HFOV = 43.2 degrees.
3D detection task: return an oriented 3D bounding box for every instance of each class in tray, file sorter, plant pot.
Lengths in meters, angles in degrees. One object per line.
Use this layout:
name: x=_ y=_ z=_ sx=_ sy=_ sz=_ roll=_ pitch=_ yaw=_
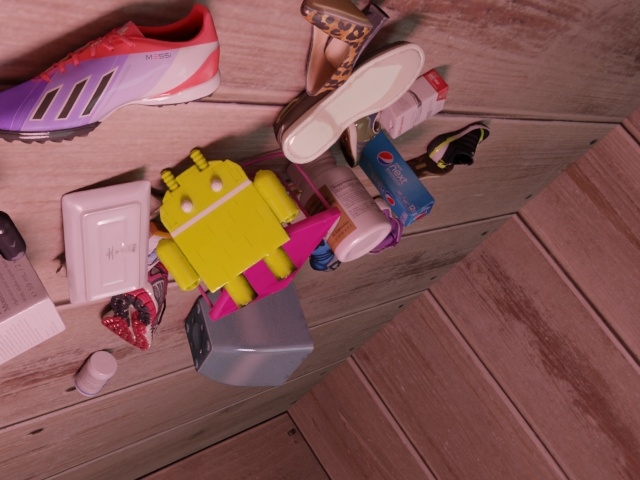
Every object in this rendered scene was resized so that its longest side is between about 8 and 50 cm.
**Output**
tray: x=-0.359 y=0.015 z=1.380 sx=0.145 sy=0.030 sz=0.270 roll=-15 pitch=141 yaw=-25
file sorter: x=-0.138 y=-0.013 z=1.615 sx=0.202 sy=0.182 sz=0.290 roll=-23 pitch=161 yaw=-38
plant pot: x=-0.205 y=0.235 z=2.093 sx=0.252 sy=0.247 sz=0.247 roll=-3 pitch=149 yaw=-29

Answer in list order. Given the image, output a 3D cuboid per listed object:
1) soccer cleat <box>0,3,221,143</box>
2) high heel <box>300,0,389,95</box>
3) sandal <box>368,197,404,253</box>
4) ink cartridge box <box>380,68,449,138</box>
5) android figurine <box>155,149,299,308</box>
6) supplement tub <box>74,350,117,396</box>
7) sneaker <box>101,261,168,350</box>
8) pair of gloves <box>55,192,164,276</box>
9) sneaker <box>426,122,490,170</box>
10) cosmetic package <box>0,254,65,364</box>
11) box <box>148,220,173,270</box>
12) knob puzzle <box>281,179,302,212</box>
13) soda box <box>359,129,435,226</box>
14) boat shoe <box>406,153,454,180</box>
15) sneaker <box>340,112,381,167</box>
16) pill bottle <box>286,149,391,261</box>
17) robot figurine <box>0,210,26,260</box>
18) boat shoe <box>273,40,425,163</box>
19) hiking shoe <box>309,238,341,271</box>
soccer cleat: x=-0.269 y=-0.211 z=1.004 sx=0.318 sy=0.108 sz=0.116 roll=-22 pitch=137 yaw=-29
high heel: x=-0.002 y=-0.294 z=1.261 sx=0.186 sy=0.093 sz=0.261 roll=-47 pitch=167 yaw=25
sandal: x=0.173 y=-0.014 z=2.347 sx=0.169 sy=0.102 sz=0.416 roll=-37 pitch=163 yaw=8
ink cartridge box: x=0.197 y=-0.290 z=1.720 sx=0.135 sy=0.056 sz=0.099 roll=-32 pitch=163 yaw=-12
android figurine: x=-0.166 y=-0.026 z=1.396 sx=0.248 sy=0.273 sz=0.056 roll=-33 pitch=-178 yaw=1
supplement tub: x=-0.542 y=0.322 z=1.950 sx=0.071 sy=0.071 sz=0.107 roll=-15 pitch=155 yaw=-49
sneaker: x=-0.379 y=0.144 z=1.716 sx=0.112 sy=0.121 sz=0.299 roll=-61 pitch=-173 yaw=-32
pair of gloves: x=-0.357 y=0.000 z=1.477 sx=0.240 sy=0.042 sz=0.204 roll=-42 pitch=158 yaw=10
sneaker: x=0.376 y=-0.236 z=2.137 sx=0.235 sy=0.097 sz=0.084 roll=-23 pitch=160 yaw=-35
cosmetic package: x=-0.520 y=0.100 z=1.244 sx=0.184 sy=0.151 sz=0.151 roll=-30 pitch=162 yaw=-19
box: x=-0.324 y=0.023 z=1.482 sx=0.136 sy=0.028 sz=0.081 roll=-41 pitch=158 yaw=15
knob puzzle: x=-0.042 y=-0.095 z=1.839 sx=0.213 sy=0.030 sz=0.213 roll=-32 pitch=163 yaw=-11
soda box: x=0.162 y=-0.138 z=1.799 sx=0.071 sy=0.210 sz=0.067 roll=-30 pitch=163 yaw=-16
boat shoe: x=0.266 y=-0.186 z=2.146 sx=0.190 sy=0.068 sz=0.072 roll=-13 pitch=166 yaw=-30
sneaker: x=0.089 y=-0.219 z=1.687 sx=0.086 sy=0.064 sz=0.192 roll=-28 pitch=159 yaw=-7
pill bottle: x=0.032 y=-0.081 z=1.673 sx=0.131 sy=0.229 sz=0.131 roll=-32 pitch=163 yaw=-11
robot figurine: x=-0.512 y=0.024 z=1.030 sx=0.209 sy=0.174 sz=0.278 roll=-54 pitch=172 yaw=-26
boat shoe: x=0.046 y=-0.263 z=1.447 sx=0.305 sy=0.091 sz=0.109 roll=-37 pitch=133 yaw=4
hiking shoe: x=0.000 y=0.000 z=2.109 sx=0.132 sy=0.113 sz=0.304 roll=3 pitch=158 yaw=-14
